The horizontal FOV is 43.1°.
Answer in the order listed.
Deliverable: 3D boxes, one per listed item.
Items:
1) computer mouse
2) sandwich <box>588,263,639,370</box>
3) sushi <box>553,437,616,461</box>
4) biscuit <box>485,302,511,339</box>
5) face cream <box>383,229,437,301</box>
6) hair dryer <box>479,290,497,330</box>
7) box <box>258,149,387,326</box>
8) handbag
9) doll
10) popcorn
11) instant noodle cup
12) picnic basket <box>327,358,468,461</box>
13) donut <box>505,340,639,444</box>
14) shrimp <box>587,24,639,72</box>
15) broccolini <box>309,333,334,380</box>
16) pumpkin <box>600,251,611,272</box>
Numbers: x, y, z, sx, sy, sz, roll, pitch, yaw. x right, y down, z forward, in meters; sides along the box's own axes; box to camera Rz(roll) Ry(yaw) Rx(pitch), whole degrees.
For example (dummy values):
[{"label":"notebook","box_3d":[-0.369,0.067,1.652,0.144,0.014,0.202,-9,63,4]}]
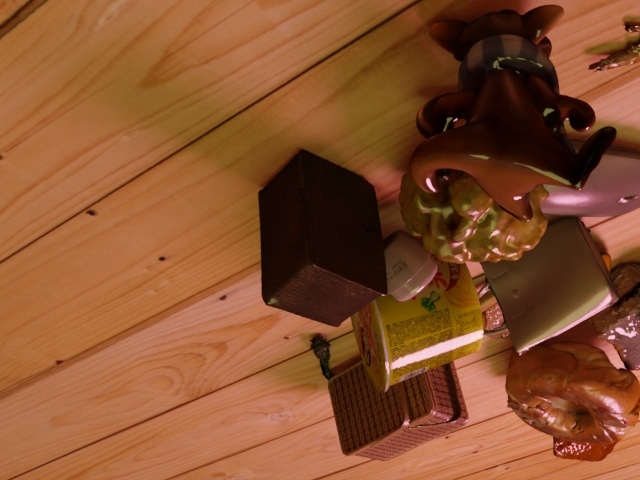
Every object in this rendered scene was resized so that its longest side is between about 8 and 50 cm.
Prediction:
[{"label":"computer mouse","box_3d":[0.498,-0.104,1.549,0.330,0.095,0.197,3,146,-11]},{"label":"sandwich","box_3d":[0.784,0.171,1.907,0.262,0.131,0.325,-26,137,27]},{"label":"sushi","box_3d":[0.775,0.581,2.441,0.287,0.149,0.140,13,105,-23]},{"label":"biscuit","box_3d":[0.484,0.183,1.968,0.219,0.033,0.220,-4,144,-3]},{"label":"face cream","box_3d":[0.151,0.047,1.511,0.104,0.117,0.117,47,126,-6]},{"label":"hair dryer","box_3d":[0.379,0.121,1.845,0.135,0.090,0.278,30,124,-34]},{"label":"box","box_3d":[0.001,-0.002,1.468,0.184,0.273,0.143,22,135,-30]},{"label":"handbag","box_3d":[0.436,0.097,1.683,0.315,0.241,0.109,-27,149,18]},{"label":"doll","box_3d":[0.269,-0.187,1.207,0.317,0.340,0.209,-15,140,27]},{"label":"popcorn","box_3d":[0.253,-0.061,1.439,0.250,0.235,0.242,-10,132,49]},{"label":"instant noodle cup","box_3d":[0.191,0.145,1.694,0.221,0.311,0.311,-12,144,-9]},{"label":"picnic basket","box_3d":[0.190,0.398,2.047,0.312,0.228,0.175,-34,142,31]},{"label":"donut","box_3d":[0.636,0.387,2.078,0.360,0.170,0.360,20,149,13]},{"label":"shrimp","box_3d":[0.491,-0.316,1.324,0.114,0.023,0.083,-18,138,8]},{"label":"broccolini","box_3d":[0.014,0.314,2.074,0.054,0.051,0.239,-17,144,0]},{"label":"pumpkin","box_3d":[0.539,0.079,1.781,0.254,0.130,0.149,-20,126,-48]}]
